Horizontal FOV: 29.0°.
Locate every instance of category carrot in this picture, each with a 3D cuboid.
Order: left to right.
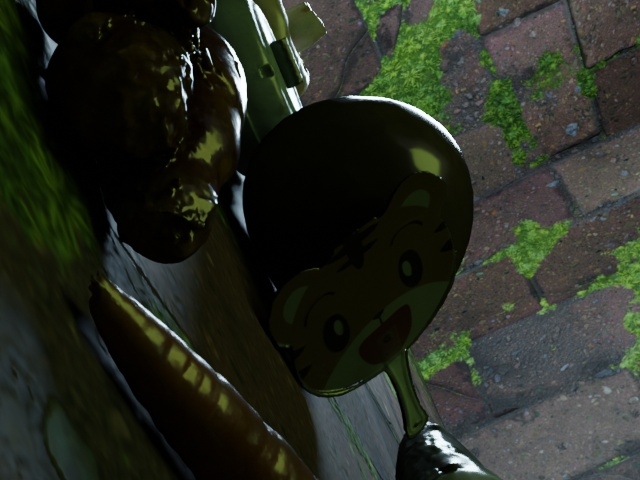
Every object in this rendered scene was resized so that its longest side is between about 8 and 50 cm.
[{"bbox_3d":[-0.020,0.087,0.428,0.216,0.048,0.048,58,7,-31],"label":"carrot"}]

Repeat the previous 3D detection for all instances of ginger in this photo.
[{"bbox_3d":[-0.066,-0.067,0.490,0.162,0.073,0.103,-107,171,-59],"label":"ginger"}]

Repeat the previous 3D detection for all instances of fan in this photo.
[{"bbox_3d":[0.046,0.064,0.834,0.008,0.152,0.227,35,-23,39],"label":"fan"}]

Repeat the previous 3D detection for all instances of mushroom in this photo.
[{"bbox_3d":[-0.055,-0.226,1.386,0.154,0.122,0.154,159,-90,-87],"label":"mushroom"}]

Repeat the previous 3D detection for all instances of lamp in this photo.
[{"bbox_3d":[0.114,0.224,1.009,0.101,0.101,0.250,64,0,-25],"label":"lamp"}]

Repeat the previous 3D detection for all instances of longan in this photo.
[{"bbox_3d":[0.028,-0.021,0.885,0.189,0.189,0.189,-25,90,-87],"label":"longan"}]

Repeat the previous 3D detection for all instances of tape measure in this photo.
[{"bbox_3d":[-0.090,-0.197,0.964,0.164,0.084,0.330,-119,-175,-78],"label":"tape measure"}]
